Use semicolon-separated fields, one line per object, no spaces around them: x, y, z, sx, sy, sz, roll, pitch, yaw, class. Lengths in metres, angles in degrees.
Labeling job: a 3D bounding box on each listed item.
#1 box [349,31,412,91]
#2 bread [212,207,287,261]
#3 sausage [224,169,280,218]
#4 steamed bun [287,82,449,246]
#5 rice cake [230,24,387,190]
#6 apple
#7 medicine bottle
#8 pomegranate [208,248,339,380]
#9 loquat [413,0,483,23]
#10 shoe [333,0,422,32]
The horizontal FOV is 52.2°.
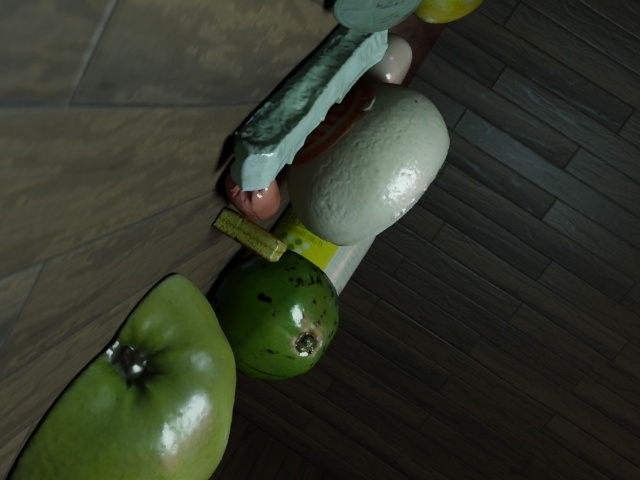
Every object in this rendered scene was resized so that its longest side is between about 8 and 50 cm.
0.094;-0.282;1.187;0.146;0.088;0.200;-57;177;-34;box
-0.096;-0.007;0.905;0.035;0.094;0.090;-58;175;0;bread
-0.083;-0.061;0.818;0.062;0.062;0.154;-57;177;-4;sausage
0.057;-0.138;1.041;0.283;0.177;0.283;-39;-158;19;steamed bun
-0.009;-0.180;0.795;0.336;0.062;0.066;-53;166;-37;rice cake
-0.257;0.230;0.850;0.360;0.311;0.320;122;-43;-51;apple
0.000;0.000;1.523;0.379;0.213;0.213;-56;178;-18;medicine bottle
-0.098;0.132;1.241;0.254;0.270;0.254;-26;133;-32;pomegranate
0.178;-0.386;0.928;0.152;0.152;0.195;-57;-173;10;loquat
0.089;-0.322;0.667;0.251;0.103;0.100;-40;-124;51;shoe
